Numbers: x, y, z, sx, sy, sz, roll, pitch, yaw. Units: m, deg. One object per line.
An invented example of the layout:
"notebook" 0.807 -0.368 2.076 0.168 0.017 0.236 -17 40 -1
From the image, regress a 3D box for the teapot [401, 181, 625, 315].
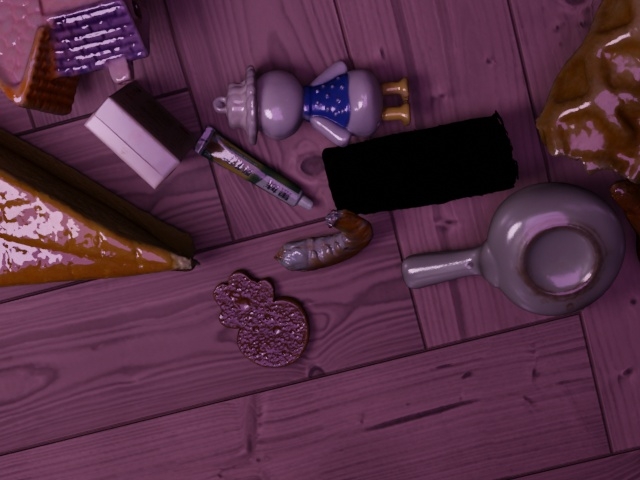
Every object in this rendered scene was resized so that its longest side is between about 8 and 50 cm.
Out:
"teapot" 0.292 0.004 1.854 0.318 0.149 0.220 8 111 -1

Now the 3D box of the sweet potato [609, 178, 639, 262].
"sweet potato" 0.535 0.014 1.864 0.112 0.112 0.359 -37 115 10

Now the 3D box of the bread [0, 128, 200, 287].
"bread" -0.358 -0.058 1.820 0.361 0.233 0.245 -2 103 -2

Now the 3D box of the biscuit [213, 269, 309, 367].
"biscuit" -0.092 0.123 1.958 0.124 0.026 0.175 -38 101 9

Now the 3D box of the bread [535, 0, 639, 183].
"bread" 0.456 -0.223 1.767 0.196 0.238 0.252 34 113 29

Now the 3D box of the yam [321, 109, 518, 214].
"yam" 0.149 -0.108 1.843 0.279 0.131 0.131 -11 104 7

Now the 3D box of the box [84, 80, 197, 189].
"box" -0.258 -0.158 1.801 0.141 0.201 0.058 42 102 -10

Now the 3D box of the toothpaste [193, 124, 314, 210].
"toothpaste" -0.099 -0.105 1.898 0.204 0.031 0.049 32 103 -4

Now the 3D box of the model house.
"model house" -0.359 -0.306 1.739 0.236 0.202 0.238 -12 88 4

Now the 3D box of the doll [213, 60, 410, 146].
"doll" -0.013 -0.202 1.832 0.293 0.119 0.138 -2 74 -3

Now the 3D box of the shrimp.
"shrimp" 0.000 0.000 1.861 0.161 0.166 0.049 -10 71 4
